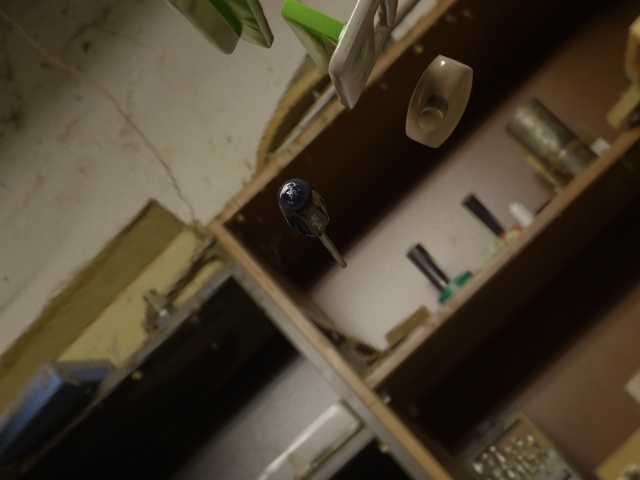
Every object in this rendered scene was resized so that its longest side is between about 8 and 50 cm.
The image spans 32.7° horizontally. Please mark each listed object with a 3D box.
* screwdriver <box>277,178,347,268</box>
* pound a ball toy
[{"bbox_3d":[0.000,0.000,0.645,0.170,0.024,0.025,64,-140,-69],"label":"screwdriver"},{"bbox_3d":[0.029,-0.171,0.794,0.319,0.208,0.136,-32,-35,-85],"label":"pound a ball toy"}]
